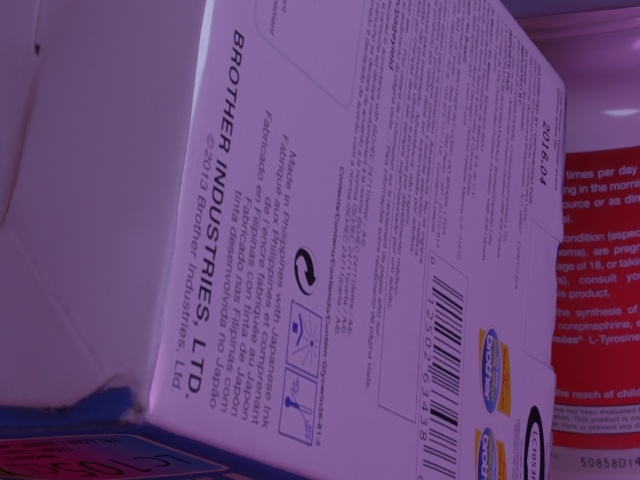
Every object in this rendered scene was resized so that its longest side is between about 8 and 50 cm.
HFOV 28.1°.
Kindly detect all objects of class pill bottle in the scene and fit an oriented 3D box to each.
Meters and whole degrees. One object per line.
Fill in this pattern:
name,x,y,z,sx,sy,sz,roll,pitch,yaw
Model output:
pill bottle,0.221,-0.023,0.999,0.229,0.229,0.407,-32,118,-53

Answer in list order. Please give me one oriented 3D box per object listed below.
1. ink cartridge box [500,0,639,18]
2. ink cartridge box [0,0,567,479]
ink cartridge box,0.168,-0.215,0.828,0.185,0.311,0.065,-58,138,-40
ink cartridge box,0.000,0.000,0.589,0.395,0.151,0.270,32,59,-53
